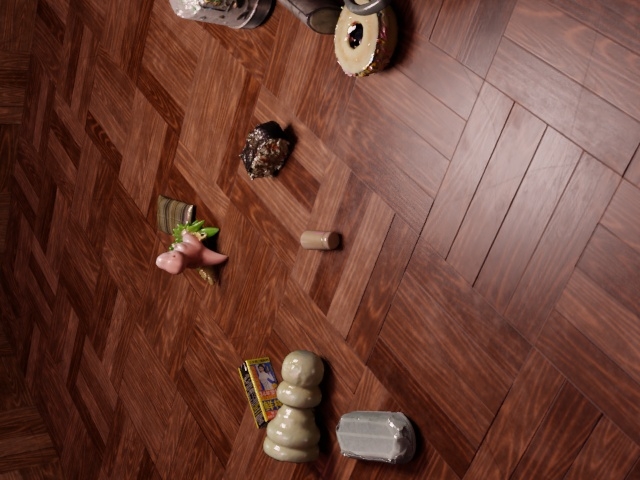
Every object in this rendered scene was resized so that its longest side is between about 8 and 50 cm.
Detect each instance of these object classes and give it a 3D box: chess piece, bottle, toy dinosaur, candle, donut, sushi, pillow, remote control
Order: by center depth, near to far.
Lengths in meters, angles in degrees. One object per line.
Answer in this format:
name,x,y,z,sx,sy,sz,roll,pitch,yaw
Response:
donut,0.093,-0.410,1.750,0.174,0.068,0.175,8,99,56
remote control,0.111,0.410,1.820,0.247,0.052,0.104,-17,78,57
bottle,0.000,0.000,1.940,0.096,0.045,0.045,2,95,52
chess piece,-0.053,0.369,1.988,0.133,0.133,0.243,19,105,52
candle,-0.267,-0.600,2.023,0.187,0.330,0.187,2,93,47
sushi,-0.129,-0.211,2.063,0.150,0.090,0.078,-55,47,44
toy dinosaur,-0.338,0.028,2.304,0.152,0.194,0.177,-63,27,16
pillow,-0.422,-0.064,2.531,0.203,0.038,0.113,16,106,52

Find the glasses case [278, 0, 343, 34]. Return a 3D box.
glasses case,-0.055,-0.539,1.905,0.299,0.114,0.060,49,131,40

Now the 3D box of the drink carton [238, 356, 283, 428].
drink carton,-0.141,0.374,2.151,0.056,0.071,0.166,-47,55,43

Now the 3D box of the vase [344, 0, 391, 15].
vase,0.102,-0.532,1.644,0.301,0.156,0.251,6,74,56
